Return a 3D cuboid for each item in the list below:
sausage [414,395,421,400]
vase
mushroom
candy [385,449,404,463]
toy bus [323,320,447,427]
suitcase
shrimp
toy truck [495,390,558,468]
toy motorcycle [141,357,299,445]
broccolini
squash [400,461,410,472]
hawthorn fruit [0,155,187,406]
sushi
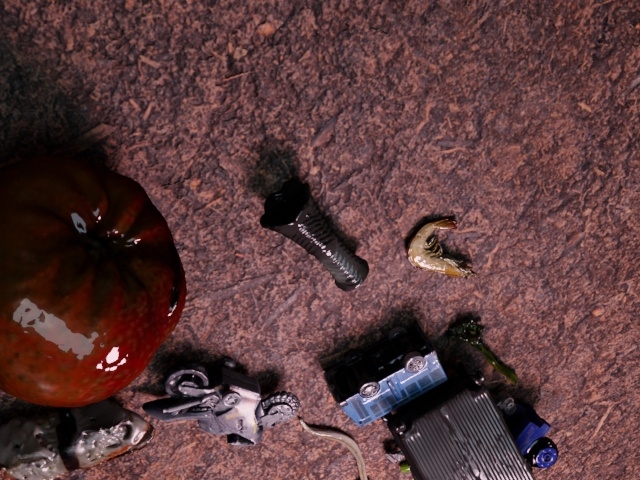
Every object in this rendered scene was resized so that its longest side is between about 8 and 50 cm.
[{"bbox_3d":[0.245,0.385,1.966,0.024,0.024,0.132,-38,124,8],"label":"sausage"},{"bbox_3d":[0.000,0.000,1.617,0.115,0.115,0.237,-38,128,9],"label":"vase"},{"bbox_3d":[0.053,0.489,1.970,0.068,0.043,0.306,-44,124,-17],"label":"mushroom"},{"bbox_3d":[0.260,0.482,2.014,0.226,0.051,0.094,-14,129,-9],"label":"candy"},{"bbox_3d":[0.140,0.291,1.823,0.234,0.116,0.133,-29,128,0],"label":"toy bus"},{"bbox_3d":[0.307,0.467,1.839,0.229,0.152,0.335,-29,95,-7],"label":"suitcase"},{"bbox_3d":[0.260,0.015,1.741,0.178,0.034,0.124,17,109,-19],"label":"shrimp"},{"bbox_3d":[0.430,0.475,1.992,0.177,0.161,0.213,36,95,-26],"label":"toy truck"},{"bbox_3d":[-0.200,0.343,1.765,0.307,0.108,0.173,22,118,-24],"label":"toy motorcycle"},{"bbox_3d":[0.373,0.246,1.922,0.254,0.071,0.057,40,62,-38],"label":"broccolini"},{"bbox_3d":[0.233,0.532,2.052,0.089,0.027,0.027,-26,124,1],"label":"squash"},{"bbox_3d":[-0.430,0.074,1.390,0.403,0.403,0.403,-7,122,-12],"label":"hawthorn fruit"},{"bbox_3d":[-0.501,0.391,1.695,0.332,0.124,0.130,-18,135,-7],"label":"sushi"}]
